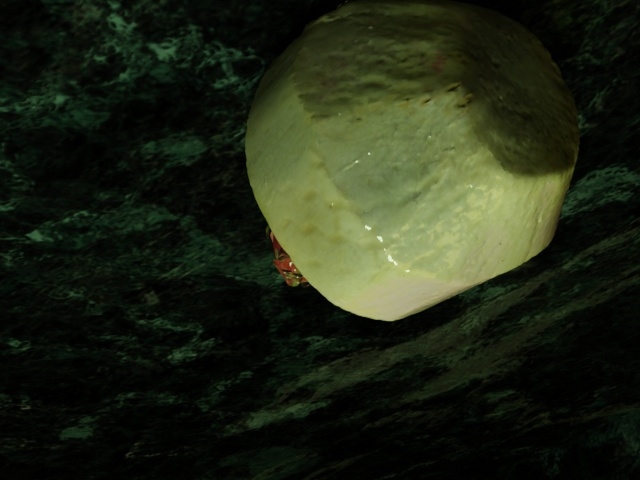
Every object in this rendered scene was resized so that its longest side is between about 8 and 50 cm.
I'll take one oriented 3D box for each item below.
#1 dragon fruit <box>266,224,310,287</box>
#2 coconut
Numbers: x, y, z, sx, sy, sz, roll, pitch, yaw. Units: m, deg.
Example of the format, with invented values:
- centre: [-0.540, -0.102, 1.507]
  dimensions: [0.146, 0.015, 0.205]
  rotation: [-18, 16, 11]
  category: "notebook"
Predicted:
- centre: [0.001, -0.002, 1.169]
  dimensions: [0.116, 0.081, 0.086]
  rotation: [-34, 155, -14]
  category: "dragon fruit"
- centre: [0.063, -0.062, 0.894]
  dimensions: [0.259, 0.259, 0.259]
  rotation: [-11, 153, -6]
  category: "coconut"
